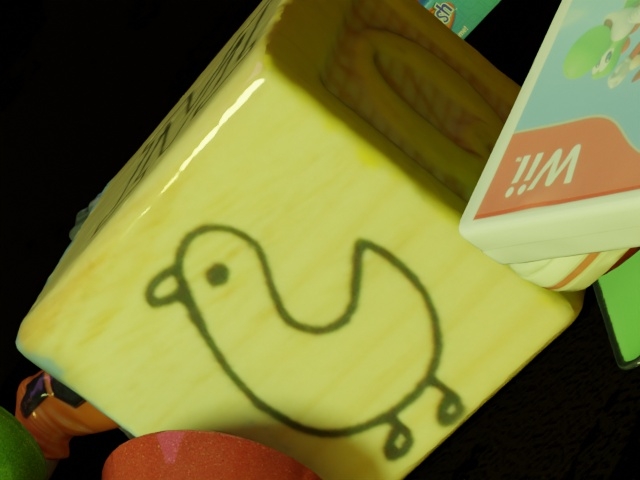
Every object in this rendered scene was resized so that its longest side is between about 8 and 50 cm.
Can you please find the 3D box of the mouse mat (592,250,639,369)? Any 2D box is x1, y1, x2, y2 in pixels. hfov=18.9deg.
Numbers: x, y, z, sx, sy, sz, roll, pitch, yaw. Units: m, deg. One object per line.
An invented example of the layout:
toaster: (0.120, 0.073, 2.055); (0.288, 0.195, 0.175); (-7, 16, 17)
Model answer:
mouse mat: (0.180, -0.037, 0.791); (0.190, 0.007, 0.152); (-49, 10, 16)

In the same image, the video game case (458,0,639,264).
video game case: (0.161, -0.126, 0.613); (0.204, 0.025, 0.285); (-11, 50, 59)

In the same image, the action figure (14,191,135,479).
action figure: (-0.051, 0.057, 1.236); (0.330, 0.179, 0.341); (-38, -15, 31)

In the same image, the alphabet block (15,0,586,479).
alphabet block: (0.000, 0.000, 0.945); (0.197, 0.192, 0.193); (-48, 12, 26)

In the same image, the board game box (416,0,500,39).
board game box: (0.095, -0.192, 1.613); (0.210, 0.047, 0.160); (-46, 11, 25)

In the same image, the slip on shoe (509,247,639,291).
slip on shoe: (0.190, -0.091, 0.671); (0.331, 0.101, 0.123); (-45, 27, 21)

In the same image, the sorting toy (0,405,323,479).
sorting toy: (-0.176, 0.143, 0.863); (0.127, 0.365, 0.126); (98, -175, -52)
